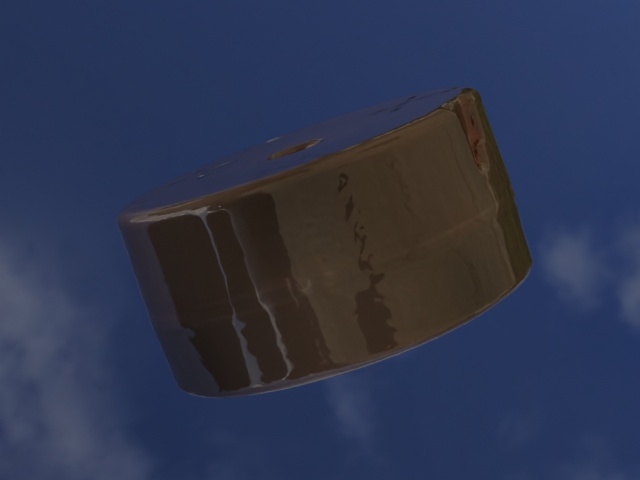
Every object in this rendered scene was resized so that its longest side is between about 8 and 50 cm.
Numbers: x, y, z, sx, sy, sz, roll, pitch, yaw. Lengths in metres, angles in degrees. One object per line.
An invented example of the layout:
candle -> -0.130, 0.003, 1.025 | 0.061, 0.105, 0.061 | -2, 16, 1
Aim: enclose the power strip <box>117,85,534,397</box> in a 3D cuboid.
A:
power strip -> 0.000, 0.000, 0.615 | 0.154, 0.154, 0.078 | -29, -77, -41
